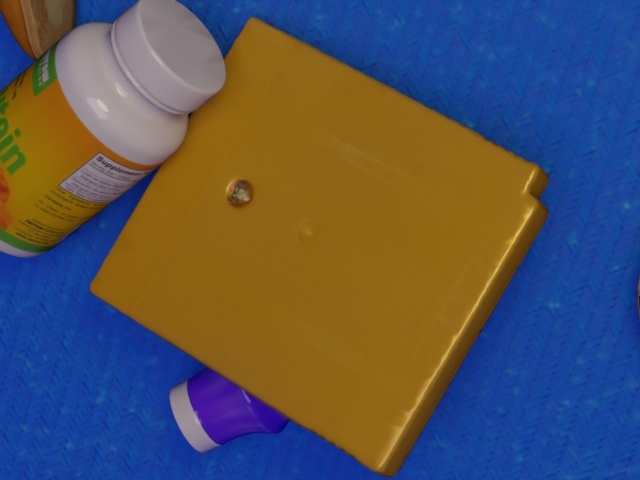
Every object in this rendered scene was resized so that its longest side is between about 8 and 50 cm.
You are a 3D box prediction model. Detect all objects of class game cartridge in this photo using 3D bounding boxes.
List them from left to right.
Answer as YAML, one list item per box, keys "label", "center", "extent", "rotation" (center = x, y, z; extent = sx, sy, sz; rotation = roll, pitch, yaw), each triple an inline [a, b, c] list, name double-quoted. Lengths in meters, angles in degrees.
- label: "game cartridge"
  center: [0.000, 0.000, 1.619]
  extent: [0.324, 0.053, 0.285]
  rotation: [31, 89, 24]

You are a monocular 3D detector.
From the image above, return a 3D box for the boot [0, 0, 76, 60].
- label: "boot"
  center: [-0.344, -0.284, 1.701]
  extent: [0.211, 0.104, 0.295]
  rotation: [-9, 99, 20]

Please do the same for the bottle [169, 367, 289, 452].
- label: "bottle"
  center: [0.004, 0.097, 1.681]
  extent: [0.283, 0.118, 0.092]
  rotation: [-28, 100, 11]

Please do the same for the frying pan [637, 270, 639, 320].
- label: "frying pan"
  center: [0.424, 0.015, 1.636]
  extent: [0.326, 0.053, 0.197]
  rotation: [-27, 95, 0]

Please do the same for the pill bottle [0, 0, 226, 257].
- label: "pill bottle"
  center: [-0.201, -0.102, 1.646]
  extent: [0.246, 0.136, 0.136]
  rotation: [-36, 92, 28]
